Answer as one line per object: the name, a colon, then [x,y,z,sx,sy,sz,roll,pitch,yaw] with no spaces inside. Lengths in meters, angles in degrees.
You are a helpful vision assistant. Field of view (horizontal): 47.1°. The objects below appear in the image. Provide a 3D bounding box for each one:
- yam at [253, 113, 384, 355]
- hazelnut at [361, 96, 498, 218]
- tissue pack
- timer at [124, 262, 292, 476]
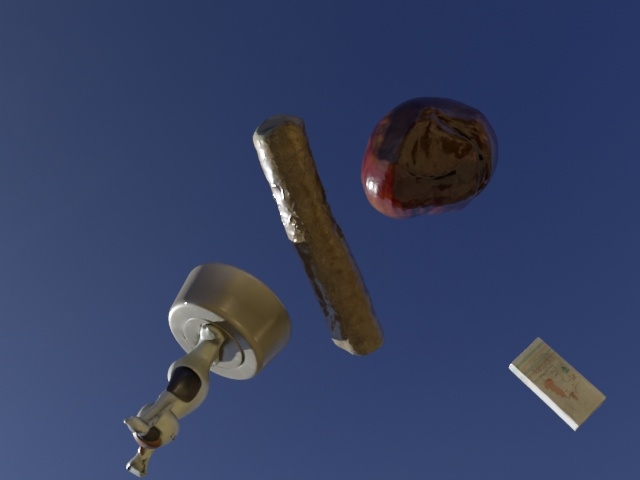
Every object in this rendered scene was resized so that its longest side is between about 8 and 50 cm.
yam: [0.000,0.000,0.950,0.081,0.081,0.357,-27,-61,-11]
hazelnut: [0.149,-0.112,1.052,0.204,0.178,0.178,-39,-55,-28]
tissue pack: [0.291,0.176,0.905,0.056,0.108,0.023,-37,-25,-17]
timer: [-0.173,0.179,0.986,0.266,0.175,0.175,-56,-48,-40]
